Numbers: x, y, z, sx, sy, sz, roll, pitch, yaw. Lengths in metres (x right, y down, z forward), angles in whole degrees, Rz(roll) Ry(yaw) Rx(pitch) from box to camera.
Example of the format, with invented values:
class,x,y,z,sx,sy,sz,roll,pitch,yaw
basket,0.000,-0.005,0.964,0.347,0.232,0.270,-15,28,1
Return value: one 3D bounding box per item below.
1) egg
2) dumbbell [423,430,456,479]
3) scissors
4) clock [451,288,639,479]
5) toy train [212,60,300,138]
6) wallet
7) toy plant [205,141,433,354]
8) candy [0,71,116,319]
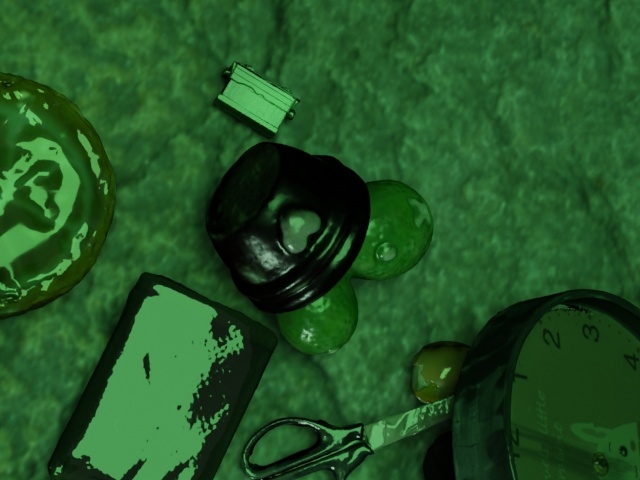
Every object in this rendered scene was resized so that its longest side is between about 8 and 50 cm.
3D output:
class,x,y,z,sx,sy,sz,roll,pitch,yaw
egg,0.141,0.145,1.849,0.083,0.071,0.071,-4,82,4
dumbbell,0.133,0.316,1.760,0.140,0.124,0.225,42,53,-5
scissors,0.063,0.206,1.808,0.300,0.022,0.109,-21,88,-3
clock,0.294,0.237,1.784,0.386,0.076,0.386,19,61,-38
toy train,-0.072,-0.154,1.860,0.093,0.038,0.056,31,77,-9
wallet,-0.167,0.171,1.777,0.168,0.052,0.245,28,79,-9
toy plant,0.000,0.000,1.798,0.235,0.175,0.218,39,79,-35
candy,-0.337,-0.045,1.735,0.259,0.118,0.260,2,84,-18
